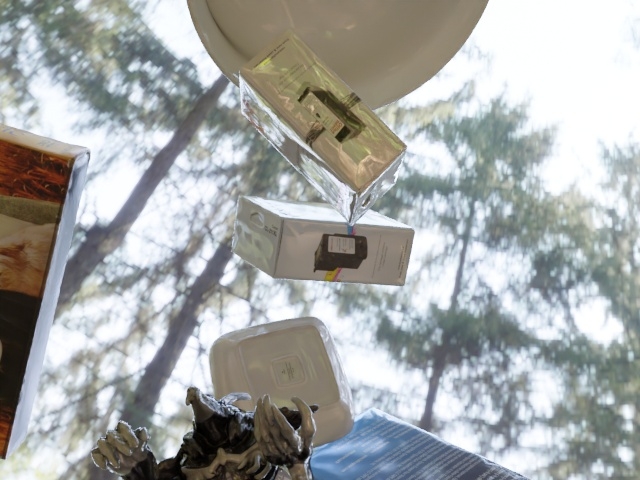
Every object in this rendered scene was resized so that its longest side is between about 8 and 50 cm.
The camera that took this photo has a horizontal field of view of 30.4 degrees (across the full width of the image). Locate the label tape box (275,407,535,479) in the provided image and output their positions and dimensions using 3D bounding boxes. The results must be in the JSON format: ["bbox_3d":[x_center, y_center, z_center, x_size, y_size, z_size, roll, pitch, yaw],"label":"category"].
[{"bbox_3d":[0.139,0.342,1.423,0.347,0.249,0.115,23,-71,26],"label":"label tape box"}]

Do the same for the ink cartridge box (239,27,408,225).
[{"bbox_3d":[0.001,-0.088,0.937,0.056,0.099,0.135,-42,-99,-12],"label":"ink cartridge box"}]

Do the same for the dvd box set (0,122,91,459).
[{"bbox_3d":[-0.451,0.002,1.102,0.420,0.062,0.308,17,-76,2],"label":"dvd box set"}]

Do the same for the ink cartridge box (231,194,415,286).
[{"bbox_3d":[0.000,0.000,1.370,0.175,0.127,0.072,4,-78,-28],"label":"ink cartridge box"}]

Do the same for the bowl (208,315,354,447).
[{"bbox_3d":[-0.037,0.145,1.214,0.141,0.142,0.053,-10,-23,-18],"label":"bowl"}]

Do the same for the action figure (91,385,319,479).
[{"bbox_3d":[-0.071,0.178,0.870,0.164,0.276,0.141,-20,-57,-1],"label":"action figure"}]

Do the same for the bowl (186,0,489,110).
[{"bbox_3d":[0.003,-0.267,1.041,0.297,0.134,0.298,-12,-58,-20],"label":"bowl"}]
